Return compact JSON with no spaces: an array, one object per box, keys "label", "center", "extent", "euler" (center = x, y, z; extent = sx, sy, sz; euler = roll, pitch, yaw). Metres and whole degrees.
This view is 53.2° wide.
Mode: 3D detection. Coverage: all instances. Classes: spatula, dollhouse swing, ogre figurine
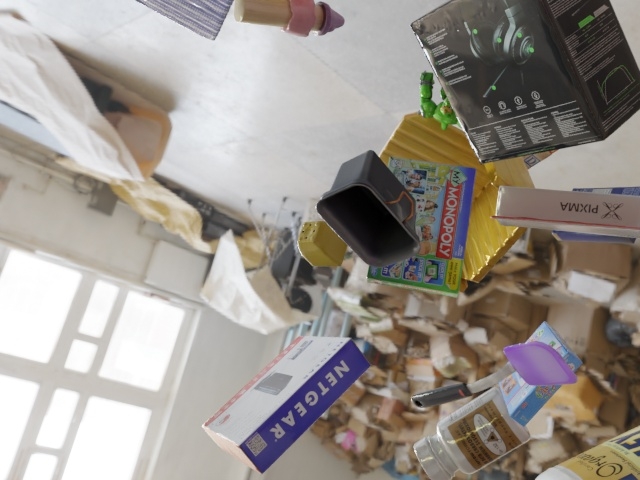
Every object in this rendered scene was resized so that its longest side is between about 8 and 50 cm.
[{"label":"spatula","center":[0.256,0.224,1.013],"extent":[0.297,0.030,0.084],"euler":[-31,100,39]},{"label":"dollhouse swing","center":[0.311,-0.108,1.658],"extent":[0.305,0.315,0.346],"euler":[17,132,-19]},{"label":"ogre figurine","center":[0.322,-0.334,1.543],"extent":[0.197,0.118,0.097],"euler":[24,170,-3]}]

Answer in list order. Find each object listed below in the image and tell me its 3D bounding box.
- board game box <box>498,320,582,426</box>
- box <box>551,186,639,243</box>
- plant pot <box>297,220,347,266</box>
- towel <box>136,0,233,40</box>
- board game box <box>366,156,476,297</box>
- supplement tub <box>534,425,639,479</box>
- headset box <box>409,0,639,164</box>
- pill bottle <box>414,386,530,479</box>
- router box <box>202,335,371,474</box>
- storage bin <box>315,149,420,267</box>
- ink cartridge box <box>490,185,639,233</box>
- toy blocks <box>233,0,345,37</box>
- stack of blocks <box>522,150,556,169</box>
[{"label":"board game box","center":[0.416,0.252,1.240],"extent":[0.039,0.160,0.211],"euler":[38,-169,1]},{"label":"box","center":[0.641,-0.058,1.415],"extent":[0.036,0.136,0.225],"euler":[41,161,-27]},{"label":"plant pot","center":[0.000,0.000,1.322],"extent":[0.082,0.081,0.083],"euler":[-2,152,40]},{"label":"towel","center":[-0.337,-0.637,1.597],"extent":[0.243,0.040,0.336],"euler":[26,163,-15]},{"label":"board game box","center":[0.243,-0.037,1.525],"extent":[0.214,0.317,0.046],"euler":[9,162,10]},{"label":"supplement tub","center":[0.383,0.336,0.718],"extent":[0.317,0.228,0.228],"euler":[-23,167,-6]},{"label":"headset box","center":[0.300,-0.279,0.955],"extent":[0.283,0.131,0.246],"euler":[59,155,-13]},{"label":"pill bottle","center":[0.328,0.434,1.402],"extent":[0.229,0.131,0.131],"euler":[-35,150,10]},{"label":"router box","center":[-0.085,0.358,1.470],"extent":[0.082,0.335,0.301],"euler":[54,156,-9]},{"label":"storage bin","center":[0.073,-0.048,0.816],"extent":[0.098,0.091,0.135],"euler":[-23,125,35]},{"label":"ink cartridge box","center":[0.442,-0.047,1.048],"extent":[0.297,0.066,0.261],"euler":[6,180,20]},{"label":"toy blocks","center":[-0.001,-0.512,0.988],"extent":[0.260,0.288,0.309],"euler":[-5,149,-31]},{"label":"stack of blocks","center":[0.613,-0.366,2.059],"extent":[0.297,0.087,0.171],"euler":[33,138,-19]}]
